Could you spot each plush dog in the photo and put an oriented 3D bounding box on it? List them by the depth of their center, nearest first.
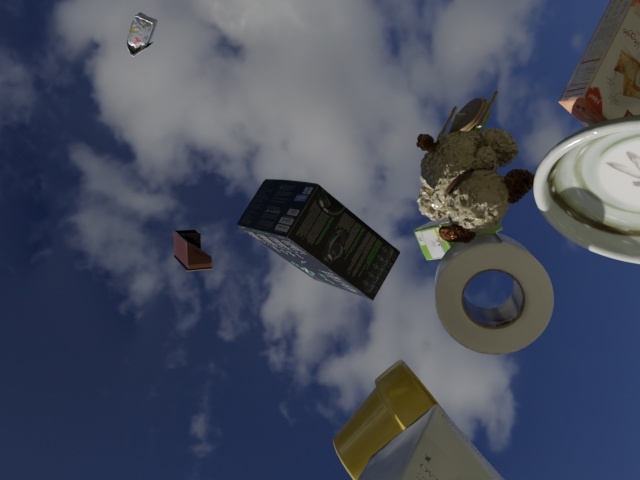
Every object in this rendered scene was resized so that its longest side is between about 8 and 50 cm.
[{"bbox_3d":[0.312,-0.119,1.274,0.210,0.262,0.225,25,-151,-48],"label":"plush dog"}]

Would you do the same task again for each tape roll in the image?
[{"bbox_3d":[0.378,0.113,1.345,0.169,0.246,0.246,-34,-71,-77],"label":"tape roll"}]

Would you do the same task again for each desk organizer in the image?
[{"bbox_3d":[-0.231,0.016,1.084,0.047,0.130,0.050,-4,-78,-23],"label":"desk organizer"}]

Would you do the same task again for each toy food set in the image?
[{"bbox_3d":[0.399,-0.320,1.601,0.038,0.192,0.132,34,-104,-20],"label":"toy food set"}]

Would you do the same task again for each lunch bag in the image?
[{"bbox_3d":[-0.385,-0.440,1.297,0.053,0.071,0.083,23,-70,-17],"label":"lunch bag"}]

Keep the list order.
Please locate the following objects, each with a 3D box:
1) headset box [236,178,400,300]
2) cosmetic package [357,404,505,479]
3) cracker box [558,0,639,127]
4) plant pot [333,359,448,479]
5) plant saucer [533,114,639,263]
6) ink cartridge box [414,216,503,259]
[{"bbox_3d":[0.000,0.000,1.334,0.283,0.246,0.131,37,-102,-30],"label":"headset box"},{"bbox_3d":[0.147,0.349,0.700,0.224,0.138,0.224,48,-163,9],"label":"cosmetic package"},{"bbox_3d":[0.555,-0.308,1.102,0.155,0.067,0.232,31,-96,-22],"label":"cracker box"},{"bbox_3d":[0.170,0.441,1.359,0.239,0.254,0.254,-39,-67,2],"label":"plant pot"},{"bbox_3d":[0.591,-0.102,1.061,0.400,0.400,0.101,39,-121,-29],"label":"plant saucer"},{"bbox_3d":[0.395,-0.036,1.573,0.188,0.255,0.097,-26,-85,-23],"label":"ink cartridge box"}]
